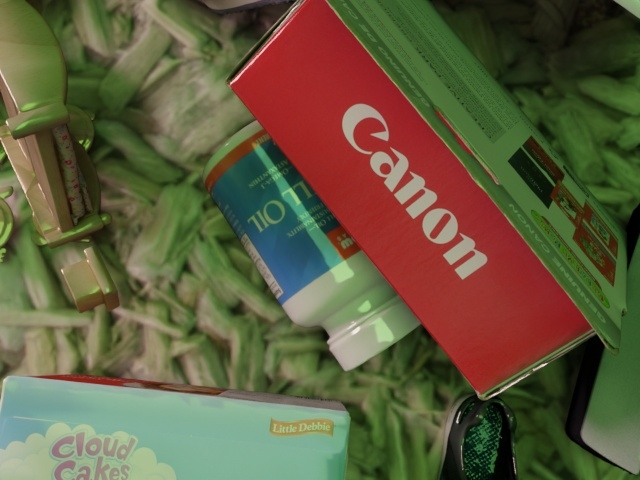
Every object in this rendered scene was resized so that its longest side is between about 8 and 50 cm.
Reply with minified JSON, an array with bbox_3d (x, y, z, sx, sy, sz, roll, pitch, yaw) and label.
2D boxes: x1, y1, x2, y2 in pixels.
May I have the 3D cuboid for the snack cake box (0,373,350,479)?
[{"bbox_3d":[-0.112,0.169,0.578,0.264,0.152,0.089,6,81,0],"label":"snack cake box"}]

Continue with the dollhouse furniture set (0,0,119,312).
[{"bbox_3d":[-0.191,-0.168,0.552,0.173,0.303,0.356,-24,74,-22],"label":"dollhouse furniture set"}]

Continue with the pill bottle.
[{"bbox_3d":[0.000,0.000,0.621,0.124,0.124,0.221,-34,83,-6],"label":"pill bottle"}]

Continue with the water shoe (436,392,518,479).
[{"bbox_3d":[0.134,0.238,0.606,0.073,0.080,0.203,4,81,0],"label":"water shoe"}]

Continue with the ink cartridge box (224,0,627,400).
[{"bbox_3d":[0.088,-0.053,0.536,0.130,0.272,0.309,-40,87,28],"label":"ink cartridge box"}]

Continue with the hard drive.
[{"bbox_3d":[0.276,0.066,0.596,0.054,0.172,0.255,18,82,17],"label":"hard drive"}]

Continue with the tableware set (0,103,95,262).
[{"bbox_3d":[-0.295,-0.061,0.678,0.141,0.020,0.169,-3,77,-7],"label":"tableware set"}]

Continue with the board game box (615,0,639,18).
[{"bbox_3d":[0.200,-0.370,0.602,0.390,0.050,0.390,36,47,0],"label":"board game box"}]

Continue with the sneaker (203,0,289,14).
[{"bbox_3d":[-0.069,-0.268,0.561,0.131,0.319,0.112,26,79,-34],"label":"sneaker"}]
